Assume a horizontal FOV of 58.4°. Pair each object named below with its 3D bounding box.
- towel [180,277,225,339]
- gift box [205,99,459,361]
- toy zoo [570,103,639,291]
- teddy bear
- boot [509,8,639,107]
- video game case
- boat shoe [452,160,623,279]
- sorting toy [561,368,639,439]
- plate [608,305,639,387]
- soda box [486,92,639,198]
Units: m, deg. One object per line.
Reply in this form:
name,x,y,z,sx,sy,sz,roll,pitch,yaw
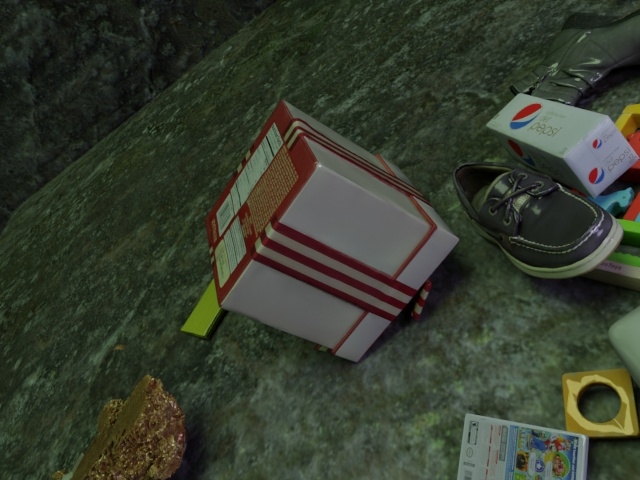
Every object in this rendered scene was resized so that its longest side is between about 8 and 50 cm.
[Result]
towel,-0.180,0.081,1.107,0.102,0.021,0.237,-2,52,52
gift box,0.000,0.000,0.802,0.276,0.258,0.255,-52,31,24
toy zoo,0.399,-0.072,0.654,0.293,0.030,0.192,-53,34,-14
teddy bear,-0.317,0.364,0.877,0.338,0.113,0.245,-54,27,-2
boot,0.397,-0.240,0.817,0.161,0.083,0.246,-51,28,0
video game case,0.189,0.220,0.547,0.122,0.011,0.087,-4,67,45
boat shoe,0.233,-0.038,0.683,0.103,0.092,0.285,-47,18,6
sorting toy,0.365,0.109,0.454,0.347,0.047,0.196,-26,46,25
plate,0.354,0.096,0.357,0.277,0.045,0.278,-49,43,34
soda box,0.301,-0.130,0.741,0.069,0.074,0.216,-44,21,9
